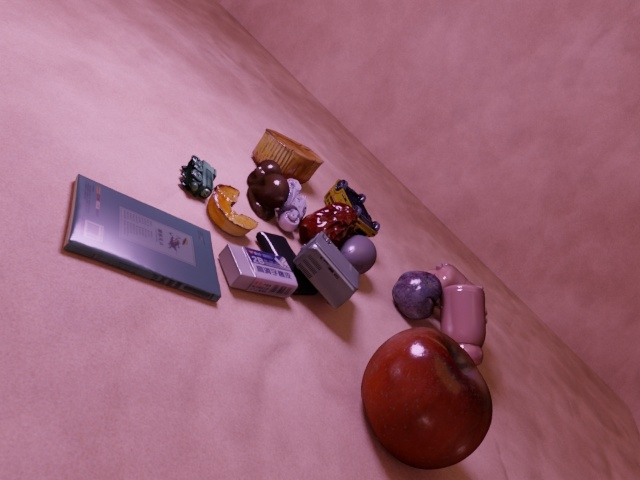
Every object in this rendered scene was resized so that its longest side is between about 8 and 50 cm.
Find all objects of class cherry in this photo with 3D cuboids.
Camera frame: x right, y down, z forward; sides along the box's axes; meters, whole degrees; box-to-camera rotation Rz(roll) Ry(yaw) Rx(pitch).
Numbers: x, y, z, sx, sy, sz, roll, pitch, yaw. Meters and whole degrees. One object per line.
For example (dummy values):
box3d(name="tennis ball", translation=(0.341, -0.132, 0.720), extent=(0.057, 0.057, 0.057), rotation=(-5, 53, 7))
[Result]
box3d(name="cherry", translation=(0.370, 0.204, 2.018), extent=(0.195, 0.195, 0.195), rotation=(36, 23, -18))

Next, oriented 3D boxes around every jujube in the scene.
box3d(name="jujube", translation=(0.030, -0.052, 1.878), extent=(0.155, 0.155, 0.230), rotation=(46, 56, 8))

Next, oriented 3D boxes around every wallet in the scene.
box3d(name="wallet", translation=(-0.102, 0.069, 1.652), extent=(0.149, 0.044, 0.250), rotation=(14, 35, -56))

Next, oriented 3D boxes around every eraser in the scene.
box3d(name="eraser", translation=(-0.173, 0.087, 1.466), extent=(0.210, 0.068, 0.125), rotation=(18, 34, -45))

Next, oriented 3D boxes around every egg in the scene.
box3d(name="egg", translation=(0.128, 0.054, 1.925), extent=(0.146, 0.146, 0.198), rotation=(49, 24, 14))

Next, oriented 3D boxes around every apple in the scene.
box3d(name="apple", translation=(0.272, 0.405, 1.370), extent=(0.348, 0.277, 0.348), rotation=(38, 20, -17))

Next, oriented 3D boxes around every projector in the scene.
box3d(name="projector", translation=(0.019, 0.088, 1.660), extent=(0.198, 0.108, 0.250), rotation=(49, 10, -4))

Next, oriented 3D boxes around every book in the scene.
box3d(name="book", translation=(-0.414, -0.005, 1.270), extent=(0.379, 0.031, 0.264), rotation=(27, 28, -34))

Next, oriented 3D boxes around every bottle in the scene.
box3d(name="bottle", translation=(0.524, 0.327, 1.992), extent=(0.206, 0.173, 0.297), rotation=(12, 67, -16))

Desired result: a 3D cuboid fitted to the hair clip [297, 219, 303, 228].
box3d(name="hair clip", translation=(-0.098, -0.108, 1.964), extent=(0.049, 0.049, 0.173), rotation=(20, 33, -44))

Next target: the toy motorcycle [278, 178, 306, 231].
box3d(name="toy motorcycle", translation=(-0.098, -0.126, 1.902), extent=(0.112, 0.112, 0.254), rotation=(31, 37, -27))

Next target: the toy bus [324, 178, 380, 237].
box3d(name="toy bus", translation=(0.126, -0.116, 2.224), extent=(0.145, 0.151, 0.331), rotation=(36, 21, -32))

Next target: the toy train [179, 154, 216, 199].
box3d(name="toy train", translation=(-0.375, -0.194, 1.632), extent=(0.111, 0.071, 0.171), rotation=(37, 22, -33))

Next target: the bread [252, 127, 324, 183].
box3d(name="bread", translation=(-0.138, -0.330, 2.167), extent=(0.288, 0.156, 0.204), rotation=(11, 30, -48))

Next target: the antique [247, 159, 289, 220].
box3d(name="antique", translation=(-0.183, -0.197, 1.865), extent=(0.121, 0.143, 0.257), rotation=(30, 24, -26))

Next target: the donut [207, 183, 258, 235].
box3d(name="donut", translation=(-0.278, -0.087, 1.596), extent=(0.146, 0.078, 0.181), rotation=(0, 54, -58))

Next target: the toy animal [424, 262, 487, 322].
box3d(name="toy animal", translation=(0.558, 0.248, 2.232), extent=(0.237, 0.269, 0.327), rotation=(-48, 124, -67))
